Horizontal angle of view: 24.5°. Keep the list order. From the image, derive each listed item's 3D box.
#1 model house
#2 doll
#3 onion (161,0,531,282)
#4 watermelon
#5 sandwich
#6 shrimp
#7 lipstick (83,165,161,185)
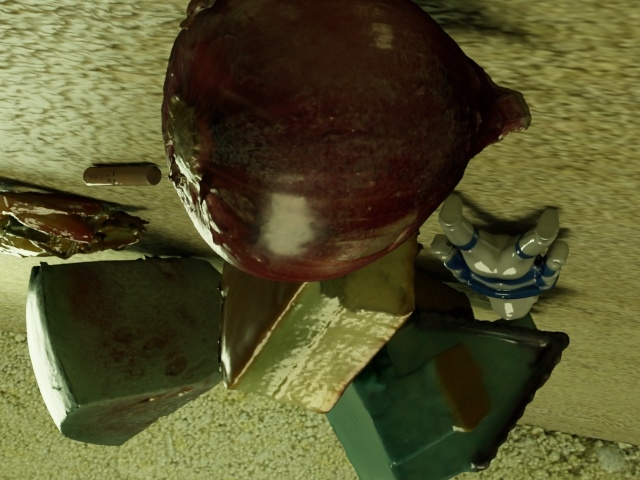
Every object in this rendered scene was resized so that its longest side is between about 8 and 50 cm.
[{"bbox_3d":[0.127,0.118,1.533,0.249,0.230,0.280,-28,179,-11],"label":"model house"},{"bbox_3d":[0.153,0.016,1.243,0.114,0.057,0.227,3,159,12],"label":"doll"},{"bbox_3d":[0.017,-0.060,0.747,0.195,0.159,0.159,-6,178,-24],"label":"onion"},{"bbox_3d":[-0.201,0.113,1.724,0.258,0.228,0.387,-10,171,4],"label":"watermelon"},{"bbox_3d":[0.000,0.000,1.204,0.108,0.220,0.186,19,132,-20],"label":"sandwich"},{"bbox_3d":[-0.298,-0.022,1.549,0.267,0.061,0.145,9,160,26],"label":"shrimp"},{"bbox_3d":[-0.177,-0.057,1.315,0.094,0.019,0.019,1,165,46],"label":"lipstick"}]
